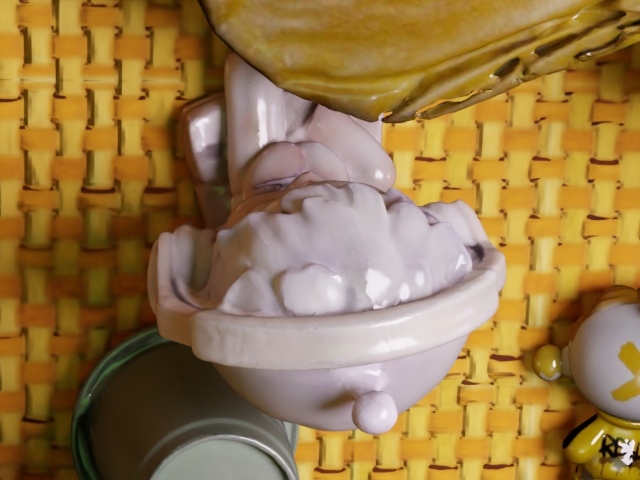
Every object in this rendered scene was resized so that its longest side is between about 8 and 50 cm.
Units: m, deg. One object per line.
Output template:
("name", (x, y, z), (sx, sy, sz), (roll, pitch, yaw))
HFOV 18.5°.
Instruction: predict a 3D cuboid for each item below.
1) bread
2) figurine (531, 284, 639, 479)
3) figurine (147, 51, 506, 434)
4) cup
("bread", (0.060, -0.178, 0.876), (0.253, 0.142, 0.227), (-17, 118, 19))
("figurine", (0.159, 0.087, 1.046), (0.101, 0.068, 0.143), (32, 116, -9))
("figurine", (0.000, 0.004, 0.912), (0.162, 0.237, 0.141), (-5, 114, -4))
("cup", (-0.063, 0.109, 0.976), (0.120, 0.141, 0.120), (-2, 104, -8))
